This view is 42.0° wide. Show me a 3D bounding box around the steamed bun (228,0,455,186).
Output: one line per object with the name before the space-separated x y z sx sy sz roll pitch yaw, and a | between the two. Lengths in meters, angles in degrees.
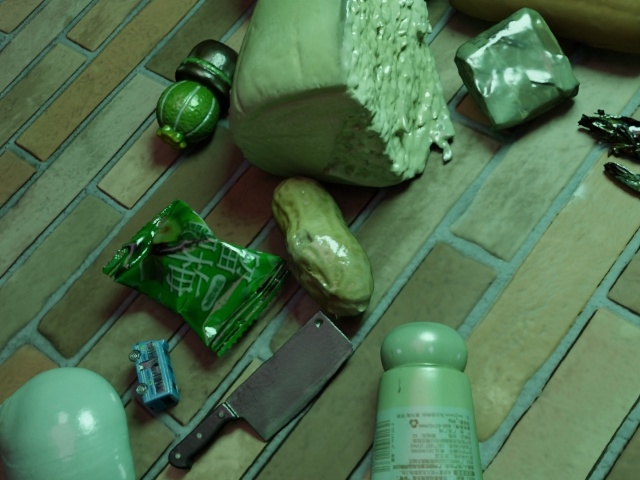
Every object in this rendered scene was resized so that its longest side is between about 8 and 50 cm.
steamed bun | 0.010 -0.234 1.038 0.273 0.272 0.290 -6 55 18

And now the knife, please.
knife | -0.067 0.186 0.952 0.245 0.019 0.072 -43 75 -2

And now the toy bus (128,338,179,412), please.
toy bus | -0.201 0.162 1.012 0.046 0.038 0.083 -22 57 1

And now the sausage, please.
sausage | 0.299 -0.326 1.073 0.304 0.121 0.121 24 71 31

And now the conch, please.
conch | -0.299 0.254 0.961 0.185 0.121 0.221 -48 56 25

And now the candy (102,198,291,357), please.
candy | -0.150 0.039 1.048 0.203 0.078 0.141 32 86 20

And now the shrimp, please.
shrimp | 0.366 -0.104 0.969 0.161 0.034 0.091 29 74 30

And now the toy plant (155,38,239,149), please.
toy plant | -0.176 -0.204 1.192 0.093 0.093 0.162 17 70 28

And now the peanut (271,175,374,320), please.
peanut | 0.000 0.000 1.005 0.099 0.099 0.214 -24 50 5

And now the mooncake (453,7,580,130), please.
mooncake | 0.242 -0.211 1.040 0.125 0.073 0.130 -26 85 0

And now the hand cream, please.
hand cream | 0.105 0.232 0.829 0.147 0.093 0.306 -3 61 12
